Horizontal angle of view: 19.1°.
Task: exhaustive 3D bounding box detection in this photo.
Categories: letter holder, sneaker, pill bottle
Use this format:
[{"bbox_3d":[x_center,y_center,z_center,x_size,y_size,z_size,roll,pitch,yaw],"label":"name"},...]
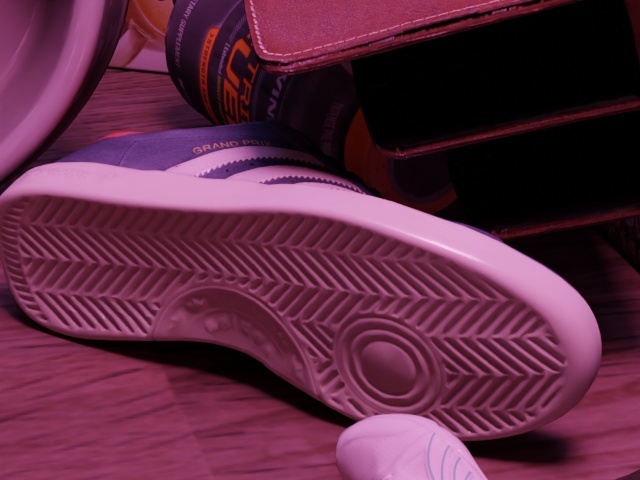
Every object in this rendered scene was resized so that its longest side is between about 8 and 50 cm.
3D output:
[{"bbox_3d":[0.076,-0.146,1.081,0.214,0.152,0.301,-12,38,10],"label":"letter holder"},{"bbox_3d":[0.000,0.000,1.029,0.350,0.131,0.148,15,32,25],"label":"sneaker"},{"bbox_3d":[0.006,-0.099,1.242,0.130,0.130,0.246,-11,28,-28],"label":"pill bottle"},{"bbox_3d":[0.051,0.125,0.861,0.061,0.053,0.152,-19,34,-34],"label":"sneaker"}]

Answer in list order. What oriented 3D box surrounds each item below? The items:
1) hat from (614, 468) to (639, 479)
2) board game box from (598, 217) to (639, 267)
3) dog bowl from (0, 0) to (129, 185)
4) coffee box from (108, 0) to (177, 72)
[{"bbox_3d":[0.268,0.079,0.804,0.331,0.133,0.331,-1,11,0],"label":"hat"},{"bbox_3d":[0.305,-0.052,1.162,0.232,0.141,0.291,-4,26,-15],"label":"board game box"},{"bbox_3d":[-0.280,-0.162,1.112,0.349,0.348,0.102,-1,16,-9],"label":"dog bowl"},{"bbox_3d":[-0.078,-0.279,1.421,0.168,0.297,0.119,7,26,8],"label":"coffee box"}]
